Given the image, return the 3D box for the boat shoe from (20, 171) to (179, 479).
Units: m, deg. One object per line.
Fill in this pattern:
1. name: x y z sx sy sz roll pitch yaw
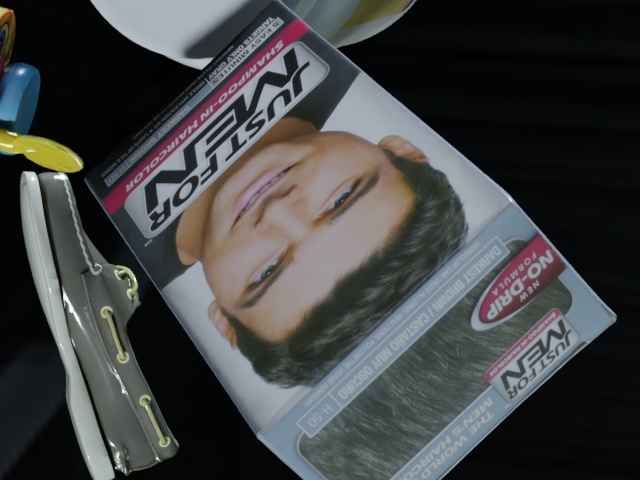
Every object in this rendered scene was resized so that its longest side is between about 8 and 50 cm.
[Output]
1. boat shoe: -0.212 0.074 1.789 0.109 0.091 0.305 -159 54 -76

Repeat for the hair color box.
1. hair color box: 0.000 0.000 1.163 0.185 0.374 0.113 -43 -58 1

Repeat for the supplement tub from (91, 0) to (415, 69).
1. supplement tub: -0.045 -0.261 1.522 0.331 0.241 0.241 -32 -56 -70

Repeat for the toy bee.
1. toy bee: -0.277 -0.118 1.390 0.162 0.195 0.298 -41 -54 -85
